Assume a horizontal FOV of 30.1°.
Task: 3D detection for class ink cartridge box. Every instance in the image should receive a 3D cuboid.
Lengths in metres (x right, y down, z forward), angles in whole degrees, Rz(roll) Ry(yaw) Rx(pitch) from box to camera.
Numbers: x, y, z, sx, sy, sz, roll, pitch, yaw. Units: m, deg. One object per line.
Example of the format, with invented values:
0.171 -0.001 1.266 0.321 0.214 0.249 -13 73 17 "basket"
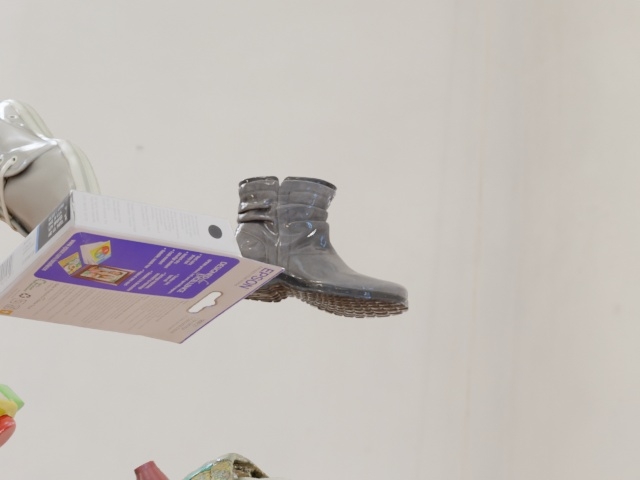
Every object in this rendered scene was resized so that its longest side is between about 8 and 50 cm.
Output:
-0.173 0.031 1.092 0.208 0.045 0.206 14 -31 -32 "ink cartridge box"

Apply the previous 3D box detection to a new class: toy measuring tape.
-0.531 0.257 1.756 0.121 0.121 0.330 2 -12 6 "toy measuring tape"

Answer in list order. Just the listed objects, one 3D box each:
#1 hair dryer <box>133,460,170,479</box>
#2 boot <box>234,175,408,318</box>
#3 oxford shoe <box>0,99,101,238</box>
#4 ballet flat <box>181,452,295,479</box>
-0.234 0.459 1.898 0.080 0.223 0.293 -23 36 -13 "hair dryer"
0.000 0.000 2.006 0.338 0.222 0.118 11 -20 9 "boot"
-0.392 -0.071 1.574 0.130 0.169 0.449 -10 28 -29 "oxford shoe"
0.017 0.302 1.119 0.348 0.123 0.123 32 -18 -19 "ballet flat"
